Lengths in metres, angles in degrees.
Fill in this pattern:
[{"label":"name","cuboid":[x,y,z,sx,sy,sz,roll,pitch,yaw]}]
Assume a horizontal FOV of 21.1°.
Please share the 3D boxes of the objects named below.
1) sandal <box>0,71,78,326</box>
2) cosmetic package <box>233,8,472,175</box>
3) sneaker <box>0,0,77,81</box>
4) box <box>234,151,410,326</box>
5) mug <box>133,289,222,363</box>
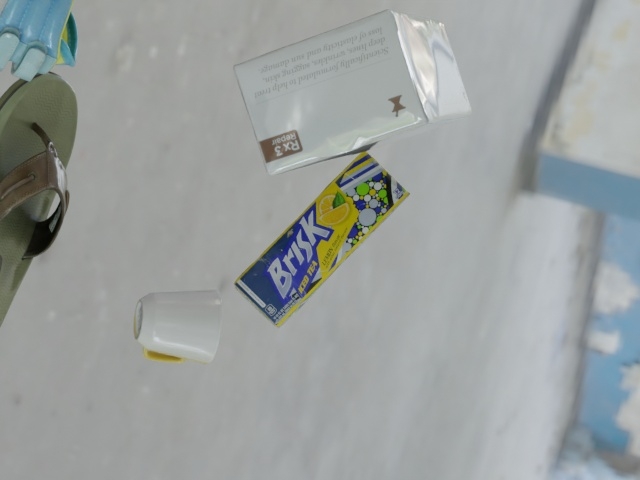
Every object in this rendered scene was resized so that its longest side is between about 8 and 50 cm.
[{"label":"sandal","cuboid":[-0.311,-0.029,1.809,0.120,0.086,0.303,27,75,-54]},{"label":"cosmetic package","cuboid":[0.029,-0.106,1.213,0.231,0.117,0.085,-19,91,-78]},{"label":"sneaker","cuboid":[-0.346,-0.185,1.573,0.319,0.208,0.127,-38,-149,24]},{"label":"box","cuboid":[0.000,0.000,1.535,0.169,0.059,0.054,-46,178,-5]},{"label":"mug","cuboid":[-0.122,0.076,1.420,0.062,0.064,0.078,-125,-135,-63]}]
